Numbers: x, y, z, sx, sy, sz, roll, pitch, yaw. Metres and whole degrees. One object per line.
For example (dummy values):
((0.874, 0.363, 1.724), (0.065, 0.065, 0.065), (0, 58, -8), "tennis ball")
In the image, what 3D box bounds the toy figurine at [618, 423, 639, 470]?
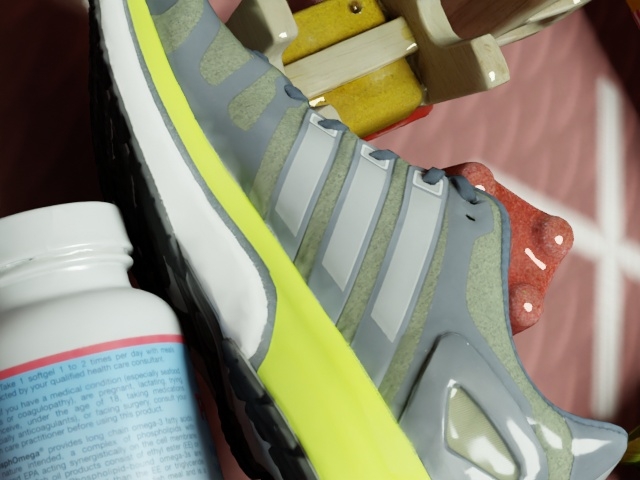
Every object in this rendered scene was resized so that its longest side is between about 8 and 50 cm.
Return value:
((0.333, 0.104, 0.893), (0.362, 0.191, 0.217), (-30, 97, -43), "toy figurine")

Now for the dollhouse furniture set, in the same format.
((0.132, -0.062, 0.840), (0.374, 0.152, 0.201), (-25, 89, -27), "dollhouse furniture set")

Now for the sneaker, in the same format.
((0.000, 0.000, 0.647), (0.121, 0.111, 0.300), (-22, 70, -18), "sneaker")

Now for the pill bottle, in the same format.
((-0.081, 0.072, 0.608), (0.087, 0.087, 0.160), (-6, 76, -42), "pill bottle")
